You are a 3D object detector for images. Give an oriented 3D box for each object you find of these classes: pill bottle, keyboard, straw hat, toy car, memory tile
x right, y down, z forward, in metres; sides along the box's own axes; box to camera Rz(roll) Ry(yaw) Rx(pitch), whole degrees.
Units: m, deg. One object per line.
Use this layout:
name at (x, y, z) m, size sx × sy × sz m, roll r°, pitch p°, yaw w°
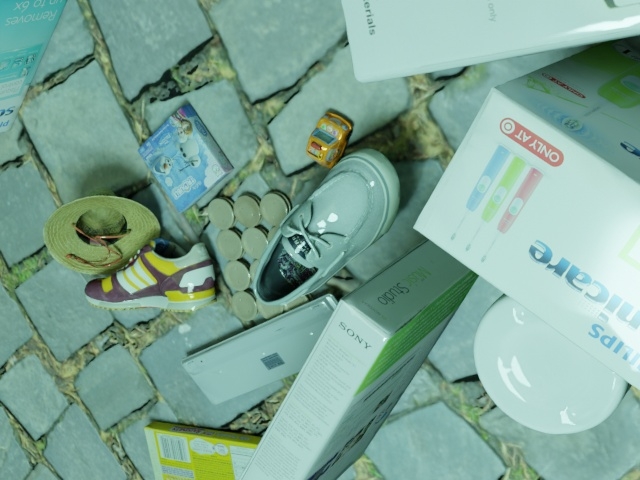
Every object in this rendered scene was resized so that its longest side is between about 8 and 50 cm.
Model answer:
pill bottle at (0.218, 0.061, 0.807) m, size 0.119 × 0.208 × 0.119 m, roll 12°, pitch 113°, yaw 29°
keyboard at (-0.060, 0.129, 1.130) m, size 0.256 × 0.014 × 0.072 m, roll -26°, pitch 111°, yaw 38°
straw hat at (-0.262, -0.027, 1.178) m, size 0.144 × 0.144 × 0.061 m, roll -47°, pitch 39°, yaw 36°
toy car at (0.029, -0.070, 0.988) m, size 0.122 × 0.040 × 0.060 m, roll 48°, pitch 126°, yaw 10°
memory tile at (-0.066, 0.019, 1.101) m, size 0.113 × 0.012 × 0.148 m, roll -5°, pitch 103°, yaw 34°

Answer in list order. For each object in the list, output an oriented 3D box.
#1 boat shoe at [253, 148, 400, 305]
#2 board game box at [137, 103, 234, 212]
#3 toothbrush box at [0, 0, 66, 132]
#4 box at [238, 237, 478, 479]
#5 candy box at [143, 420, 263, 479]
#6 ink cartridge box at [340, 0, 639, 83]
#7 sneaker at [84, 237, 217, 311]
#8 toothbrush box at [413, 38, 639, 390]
boat shoe at (-0.001, 0.000, 0.968) m, size 0.079 × 0.081 × 0.227 m, roll 48°, pitch 139°, yaw 9°
board game box at (-0.153, -0.091, 1.113) m, size 0.090 × 0.020 × 0.090 m, roll -37°, pitch 86°, yaw 36°
toothbrush box at (-0.423, -0.246, 1.113) m, size 0.126 × 0.216 × 0.295 m, roll 46°, pitch 125°, yaw 11°
box at (0.031, 0.144, 0.946) m, size 0.058 × 0.232 × 0.322 m, roll 39°, pitch 123°, yaw 15°
candy box at (-0.129, 0.286, 1.229) m, size 0.206 × 0.027 × 0.105 m, roll 1°, pitch 110°, yaw 33°
ink cartridge box at (0.241, -0.228, 0.640) m, size 0.395 × 0.285 × 0.166 m, roll -4°, pitch 104°, yaw 34°
sneaker at (-0.203, 0.037, 1.170) m, size 0.185 × 0.069 × 0.084 m, roll -1°, pitch 98°, yaw 27°
toothbrush box at (0.233, -0.032, 0.719) m, size 0.206 × 0.283 × 0.122 m, roll 38°, pitch 124°, yaw 18°
